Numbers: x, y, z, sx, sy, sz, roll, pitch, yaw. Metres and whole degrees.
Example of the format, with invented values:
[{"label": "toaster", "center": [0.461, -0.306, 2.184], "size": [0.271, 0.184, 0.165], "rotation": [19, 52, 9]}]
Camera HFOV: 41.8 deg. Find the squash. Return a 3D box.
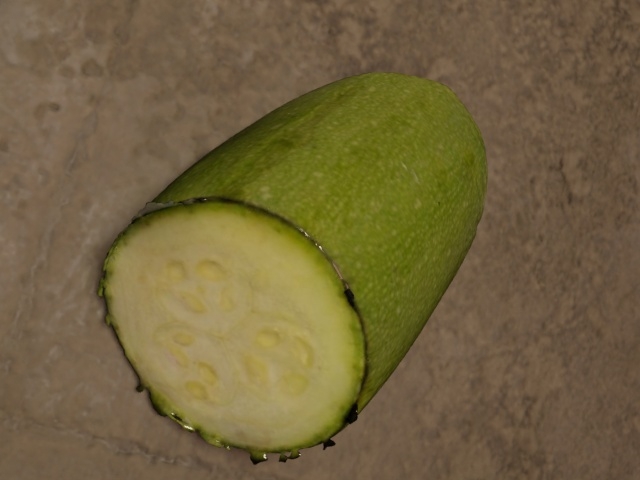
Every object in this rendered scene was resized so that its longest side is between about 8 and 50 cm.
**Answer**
[{"label": "squash", "center": [0.000, 0.000, 0.574], "size": [0.189, 0.189, 0.260], "rotation": [58, 33, -12]}]
